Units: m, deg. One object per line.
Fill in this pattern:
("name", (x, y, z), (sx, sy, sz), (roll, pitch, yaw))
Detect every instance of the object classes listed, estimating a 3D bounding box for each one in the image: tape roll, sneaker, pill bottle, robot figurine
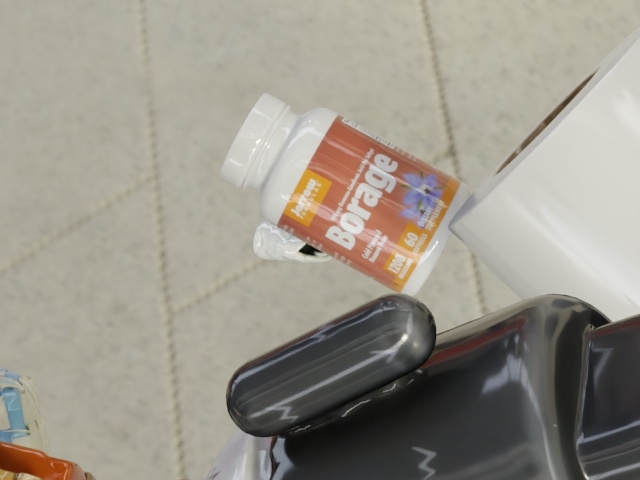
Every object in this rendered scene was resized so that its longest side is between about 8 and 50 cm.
("tape roll", (0.249, -0.041, 1.594), (0.246, 0.169, 0.246), (-45, 1, 1))
("sneaker", (0.000, 0.000, 1.917), (0.061, 0.152, 0.053), (18, 110, 35))
("pill bottle", (0.021, -0.047, 1.766), (0.121, 0.216, 0.121), (-62, -1, -2))
("robot figurine", (0.070, 0.131, 0.897), (0.278, 0.173, 0.209), (-23, 80, 28))

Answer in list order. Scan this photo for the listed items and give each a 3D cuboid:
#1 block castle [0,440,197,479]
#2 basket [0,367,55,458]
("block castle", (-0.273, 0.246, 1.089), (0.453, 0.213, 0.303), (11, 71, 7))
("basket", (-0.345, 0.194, 1.428), (0.255, 0.289, 0.201), (-172, 75, -86))
